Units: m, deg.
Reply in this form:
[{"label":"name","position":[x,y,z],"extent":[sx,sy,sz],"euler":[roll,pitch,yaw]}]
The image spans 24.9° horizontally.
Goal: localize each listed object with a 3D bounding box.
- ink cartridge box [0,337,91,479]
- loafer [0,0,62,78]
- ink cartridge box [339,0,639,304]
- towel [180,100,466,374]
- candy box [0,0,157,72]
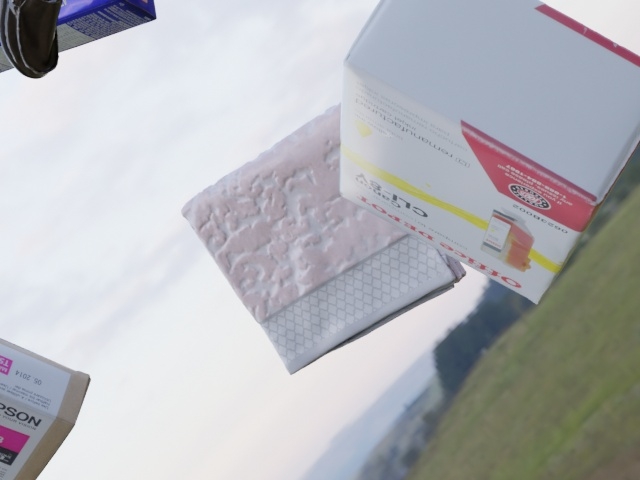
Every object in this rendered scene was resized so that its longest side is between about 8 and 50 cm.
[{"label":"ink cartridge box","position":[-0.438,0.207,1.832],"extent":[0.193,0.234,0.088],"euler":[-52,19,41]},{"label":"loafer","position":[-0.394,-0.323,1.993],"extent":[0.080,0.078,0.220],"euler":[-34,-50,-43]},{"label":"ink cartridge box","position":[0.173,-0.104,1.516],"extent":[0.160,0.279,0.385],"euler":[-58,-9,-14]},{"label":"towel","position":[0.000,0.000,2.149],"extent":[0.332,0.317,0.053],"euler":[-31,4,22]},{"label":"candy box","position":[-0.425,-0.422,2.204],"extent":[0.317,0.268,0.122],"euler":[-15,-16,20]}]
